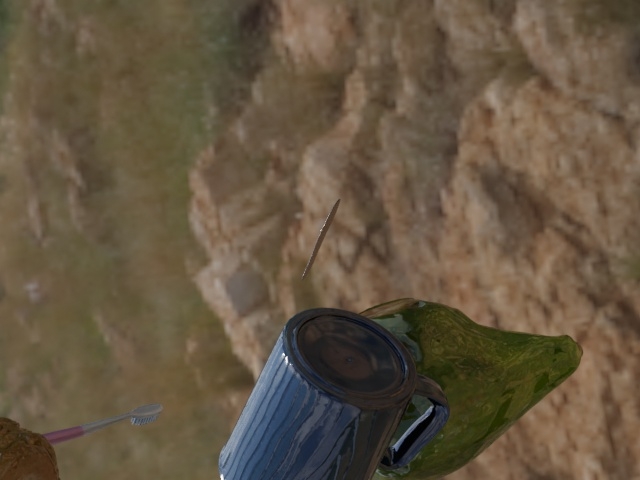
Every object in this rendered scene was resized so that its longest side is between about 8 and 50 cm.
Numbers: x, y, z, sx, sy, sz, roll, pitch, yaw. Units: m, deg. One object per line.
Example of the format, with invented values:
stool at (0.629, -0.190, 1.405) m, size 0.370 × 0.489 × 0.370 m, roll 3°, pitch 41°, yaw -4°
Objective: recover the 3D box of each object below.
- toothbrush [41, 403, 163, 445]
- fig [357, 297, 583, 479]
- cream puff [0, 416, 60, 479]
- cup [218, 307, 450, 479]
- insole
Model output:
toothbrush at (-0.330, 0.253, 1.868) m, size 0.020 × 0.286 × 0.025 m, roll 52°, pitch 136°, yaw 33°
fig at (0.152, 0.157, 1.562) m, size 0.206 × 0.275 × 0.206 m, roll -8°, pitch -90°, yaw -88°
cream puff at (-0.327, 0.240, 1.383) m, size 0.115 × 0.150 × 0.165 m, roll 19°, pitch 130°, yaw 26°
cup at (0.011, 0.130, 1.089) m, size 0.113 × 0.150 × 0.138 m, roll 43°, pitch 128°, yaw 25°
insole at (0.000, 0.000, 1.871) m, size 0.002 × 0.045 × 0.135 m, roll 29°, pitch 128°, yaw 9°
